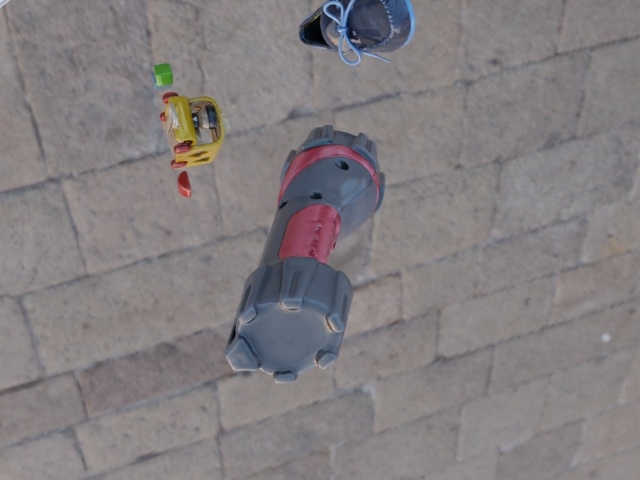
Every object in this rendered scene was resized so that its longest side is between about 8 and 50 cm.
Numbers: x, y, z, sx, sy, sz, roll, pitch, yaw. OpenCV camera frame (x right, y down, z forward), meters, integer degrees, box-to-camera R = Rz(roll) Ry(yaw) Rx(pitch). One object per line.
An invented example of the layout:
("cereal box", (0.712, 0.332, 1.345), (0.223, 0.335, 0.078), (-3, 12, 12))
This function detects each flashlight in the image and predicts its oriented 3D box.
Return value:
("flashlight", (0.000, 0.000, 0.866), (0.103, 0.304, 0.103), (17, 117, -3))

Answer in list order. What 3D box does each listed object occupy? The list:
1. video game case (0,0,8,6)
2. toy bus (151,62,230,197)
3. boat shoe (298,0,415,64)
("video game case", (-0.568, -0.447, 1.671), (0.143, 0.157, 0.019), (-30, 166, 22))
("toy bus", (-0.206, -0.190, 1.680), (0.104, 0.202, 0.191), (-13, 129, -14))
("boat shoe", (0.042, -0.271, 1.306), (0.089, 0.258, 0.109), (-20, 96, -16))
